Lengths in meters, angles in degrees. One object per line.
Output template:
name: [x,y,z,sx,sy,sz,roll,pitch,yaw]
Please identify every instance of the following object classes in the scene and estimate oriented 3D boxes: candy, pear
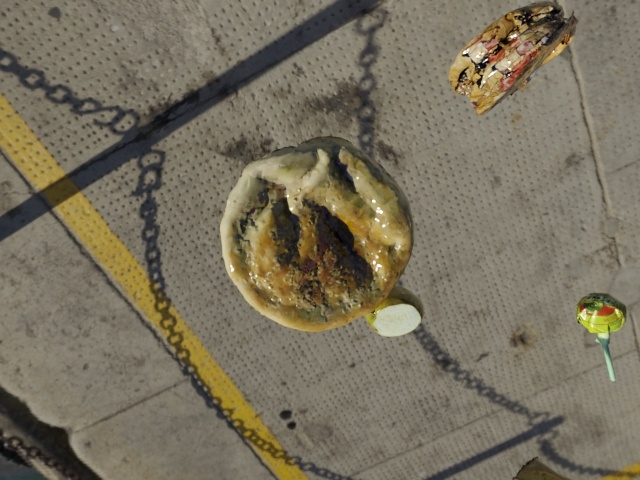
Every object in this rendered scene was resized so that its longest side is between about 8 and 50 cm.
candy: [0.417,0.150,0.680,0.062,0.058,0.194,-5,130,34]
pear: [0.177,0.162,1.141,0.141,0.104,0.141,-5,133,-6]

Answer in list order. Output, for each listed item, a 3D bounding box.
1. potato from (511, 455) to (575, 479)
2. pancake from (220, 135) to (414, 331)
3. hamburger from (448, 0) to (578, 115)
potato: [0.591,0.678,1.107,0.229,0.266,0.229,-22,124,-38]
pancake: [0.000,0.001,0.877,0.387,0.082,0.386,-3,107,-11]
hamburger: [0.344,-0.330,0.831,0.231,0.231,0.106,-40,77,11]
